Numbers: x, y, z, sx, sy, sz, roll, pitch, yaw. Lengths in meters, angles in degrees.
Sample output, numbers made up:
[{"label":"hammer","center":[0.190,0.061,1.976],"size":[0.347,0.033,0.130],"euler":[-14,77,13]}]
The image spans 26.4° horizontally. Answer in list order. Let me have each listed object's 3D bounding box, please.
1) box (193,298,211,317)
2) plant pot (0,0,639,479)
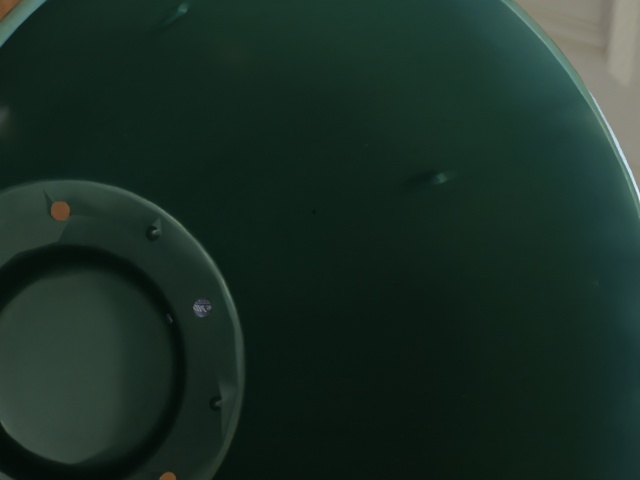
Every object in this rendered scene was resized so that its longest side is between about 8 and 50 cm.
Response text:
[{"label":"box","center":[0.000,0.000,1.480],"size":[0.212,0.293,0.395],"euler":[-51,138,-44]},{"label":"plant pot","center":[-0.054,0.048,0.530],"size":[0.293,0.235,0.293],"euler":[5,81,-32]}]
